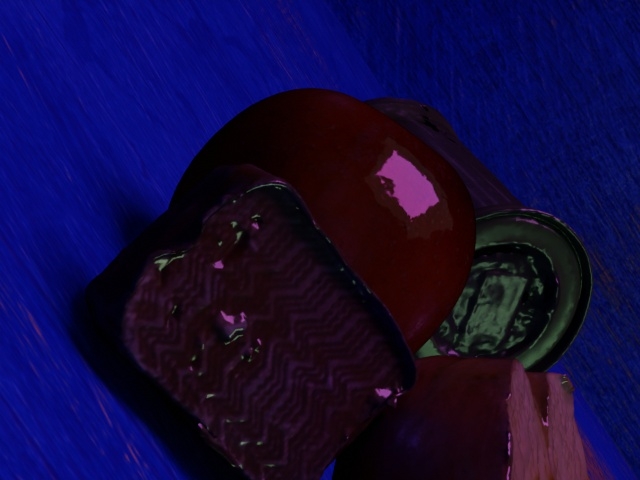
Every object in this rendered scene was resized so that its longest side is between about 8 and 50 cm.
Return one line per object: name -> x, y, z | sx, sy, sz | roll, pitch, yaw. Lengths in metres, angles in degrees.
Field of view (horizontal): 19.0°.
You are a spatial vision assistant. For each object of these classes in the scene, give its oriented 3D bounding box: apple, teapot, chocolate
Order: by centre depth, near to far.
chocolate -> -0.047, 0.056, 1.201 | 0.093, 0.148, 0.214 | 24, -25, 55
apple -> 0.089, 0.208, 1.327 | 0.293, 0.163, 0.251 | 23, 64, -68
apple -> 0.000, 0.000, 1.380 | 0.218, 0.201, 0.218 | 40, -5, 4
teapot -> 0.081, -0.013, 1.882 | 0.271, 0.200, 0.337 | 9, 22, -25
